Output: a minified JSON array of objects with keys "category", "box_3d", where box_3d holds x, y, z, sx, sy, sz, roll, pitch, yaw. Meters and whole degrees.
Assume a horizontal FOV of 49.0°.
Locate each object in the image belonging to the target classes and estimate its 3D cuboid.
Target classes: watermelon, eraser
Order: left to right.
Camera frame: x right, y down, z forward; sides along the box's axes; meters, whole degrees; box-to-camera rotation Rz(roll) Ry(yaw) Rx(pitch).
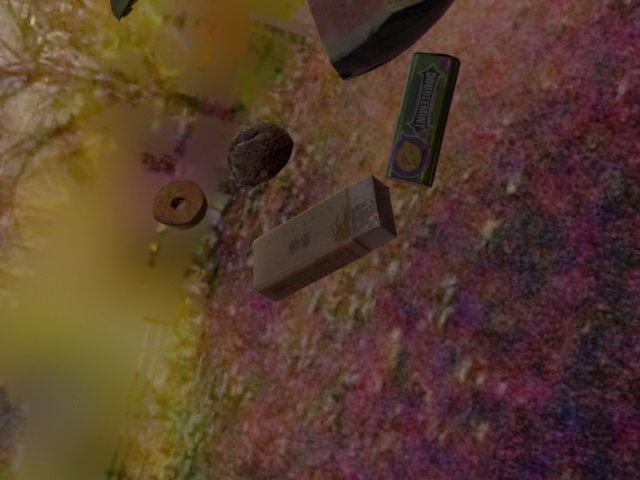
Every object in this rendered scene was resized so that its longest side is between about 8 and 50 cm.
[{"category":"eraser","box_3d":[0.000,0.000,1.501,0.343,0.078,0.144,-30,47,28]},{"category":"watermelon","box_3d":[0.034,-0.338,0.956,0.283,0.292,0.251,-56,-9,-49]}]

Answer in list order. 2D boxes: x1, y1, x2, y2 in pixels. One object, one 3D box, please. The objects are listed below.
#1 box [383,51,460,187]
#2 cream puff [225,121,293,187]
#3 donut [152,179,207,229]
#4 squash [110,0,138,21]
[{"category":"box","box_3d":[0.269,-0.321,1.857,0.097,0.134,0.346,12,-88,-66]},{"category":"cream puff","box_3d":[-0.128,-0.176,1.392,0.149,0.084,0.149,-24,41,22]},{"category":"donut","box_3d":[-0.371,-0.091,1.880,0.058,0.151,0.152,55,-143,-58]},{"category":"squash","box_3d":[-0.426,-0.664,1.706,0.252,0.093,0.169,-48,7,24]}]
